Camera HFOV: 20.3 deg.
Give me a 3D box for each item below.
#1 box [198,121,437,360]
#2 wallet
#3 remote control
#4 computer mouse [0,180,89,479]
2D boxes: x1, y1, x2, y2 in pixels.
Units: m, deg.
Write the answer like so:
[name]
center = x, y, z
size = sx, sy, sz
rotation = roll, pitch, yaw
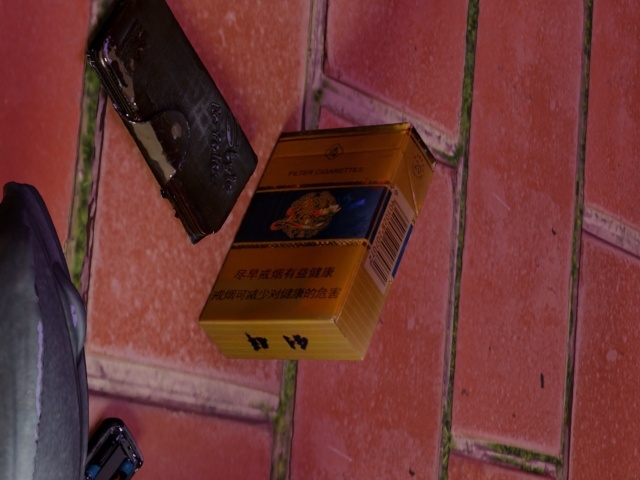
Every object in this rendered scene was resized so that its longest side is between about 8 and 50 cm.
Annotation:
[box]
center = 0.000, 0.000, 1.669
size = 0.070, 0.152, 0.237
rotation = 57, 44, -39
[wallet]
center = -0.126, -0.115, 1.586
size = 0.232, 0.031, 0.122
rotation = 62, 39, -37
[remote control]
center = -0.207, 0.228, 1.443
size = 0.212, 0.028, 0.059
rotation = -56, 135, -44
[computer mouse]
center = -0.206, 0.149, 1.131
size = 0.203, 0.114, 0.374
rotation = -78, -173, -75
